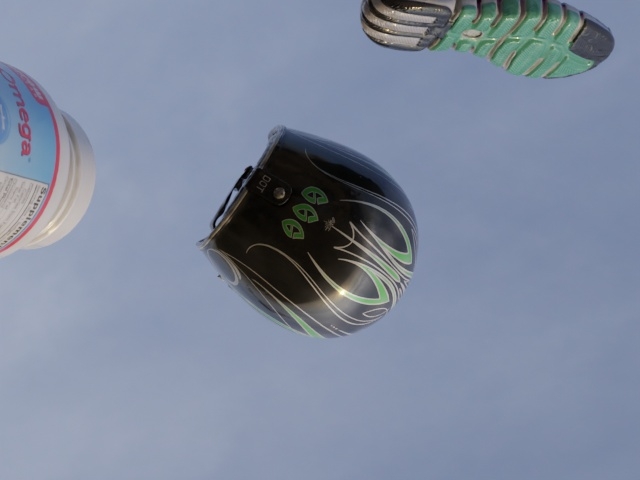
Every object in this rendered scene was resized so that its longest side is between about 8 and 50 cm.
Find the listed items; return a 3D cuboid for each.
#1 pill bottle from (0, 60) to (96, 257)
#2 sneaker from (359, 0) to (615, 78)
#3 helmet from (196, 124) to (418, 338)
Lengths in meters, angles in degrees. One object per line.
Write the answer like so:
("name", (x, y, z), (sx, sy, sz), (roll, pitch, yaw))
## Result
("pill bottle", (-0.156, -0.037, 0.725), (0.087, 0.160, 0.087), (-2, -96, 20))
("sneaker", (0.132, -0.194, 1.405), (0.083, 0.224, 0.098), (-45, -135, 48))
("helmet", (0.000, 0.000, 1.441), (0.161, 0.169, 0.169), (34, -75, -7))
